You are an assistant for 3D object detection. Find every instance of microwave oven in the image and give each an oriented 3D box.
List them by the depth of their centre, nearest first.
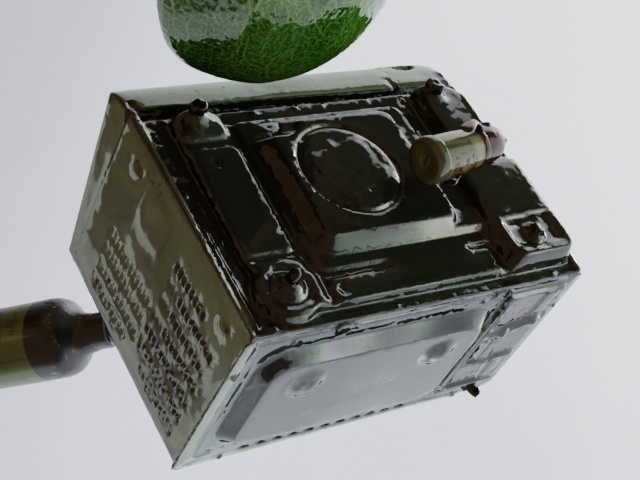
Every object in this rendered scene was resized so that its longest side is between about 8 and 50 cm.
[{"bbox_3d":[0.000,0.000,1.252,0.333,0.394,0.247,58,-40,28],"label":"microwave oven"}]

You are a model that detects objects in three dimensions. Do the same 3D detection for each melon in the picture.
[{"bbox_3d":[-0.023,-0.202,1.120,0.129,0.265,0.169,42,-47,19],"label":"melon"}]

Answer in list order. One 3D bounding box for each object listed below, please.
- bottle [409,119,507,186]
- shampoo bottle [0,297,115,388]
[{"bbox_3d":[0.135,-0.085,1.189,0.047,0.101,0.063,63,-37,14],"label":"bottle"},{"bbox_3d":[-0.361,0.128,1.567,0.284,0.101,0.101,-11,-113,19],"label":"shampoo bottle"}]
